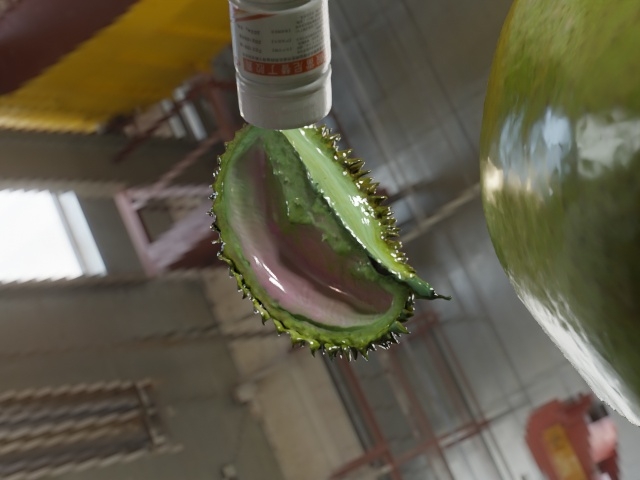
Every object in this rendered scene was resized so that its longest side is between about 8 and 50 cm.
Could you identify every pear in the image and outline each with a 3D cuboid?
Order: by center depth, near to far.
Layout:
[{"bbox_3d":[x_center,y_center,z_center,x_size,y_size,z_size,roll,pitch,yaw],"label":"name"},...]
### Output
[{"bbox_3d":[0.210,-0.062,0.718,0.342,0.238,0.318,-35,11,18],"label":"pear"}]

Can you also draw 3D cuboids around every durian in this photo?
[{"bbox_3d":[0.002,0.003,1.248,0.137,0.221,0.095,-46,-25,21],"label":"durian"}]

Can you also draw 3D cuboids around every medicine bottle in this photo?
[{"bbox_3d":[-0.023,-0.115,0.907,0.057,0.057,0.089,-18,-53,-21],"label":"medicine bottle"}]
